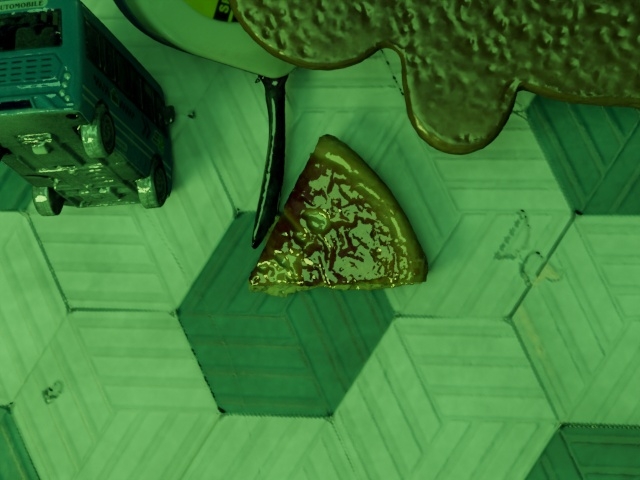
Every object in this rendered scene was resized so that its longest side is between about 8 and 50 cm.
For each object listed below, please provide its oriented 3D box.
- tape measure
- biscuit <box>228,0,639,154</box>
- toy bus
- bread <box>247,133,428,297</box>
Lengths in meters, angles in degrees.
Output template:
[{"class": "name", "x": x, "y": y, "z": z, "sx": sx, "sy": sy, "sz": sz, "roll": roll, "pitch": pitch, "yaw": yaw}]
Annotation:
[{"class": "tape measure", "x": -0.092, "y": -0.184, "z": 1.647, "sx": 0.215, "sy": 0.098, "sz": 0.351, "roll": 15, "pitch": 94, "yaw": -27}, {"class": "biscuit", "x": 0.139, "y": -0.207, "z": 1.604, "sx": 0.432, "sy": 0.064, "sz": 0.283, "roll": 0, "pitch": 86, "yaw": -2}, {"class": "toy bus", "x": -0.205, "y": -0.107, "z": 1.626, "sx": 0.113, "sy": 0.246, "sz": 0.134, "roll": -5, "pitch": 74, "yaw": 13}, {"class": "bread", "x": 0.010, "y": -0.023, "z": 1.665, "sx": 0.154, "sy": 0.054, "sz": 0.136, "roll": -6, "pitch": 87, "yaw": 7}]
